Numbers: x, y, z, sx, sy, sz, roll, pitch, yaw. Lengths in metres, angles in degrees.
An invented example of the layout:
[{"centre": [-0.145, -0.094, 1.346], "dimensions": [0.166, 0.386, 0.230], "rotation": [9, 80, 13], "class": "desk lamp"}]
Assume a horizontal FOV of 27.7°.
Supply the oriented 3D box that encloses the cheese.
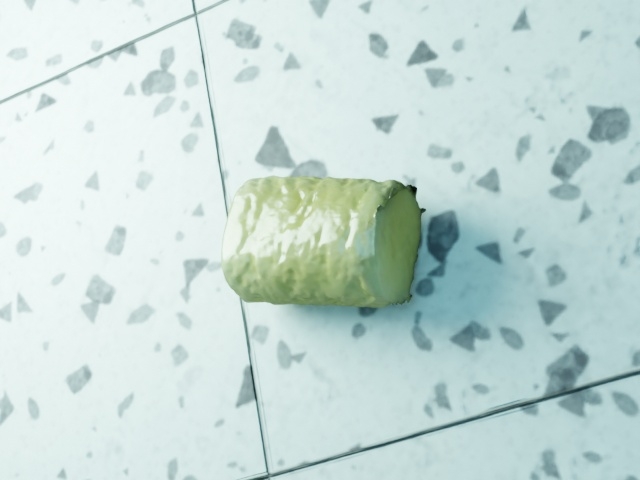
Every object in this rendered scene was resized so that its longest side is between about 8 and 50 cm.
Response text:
[{"centre": [0.000, 0.000, 1.182], "dimensions": [0.167, 0.094, 0.123], "rotation": [2, 78, 29], "class": "cheese"}]
